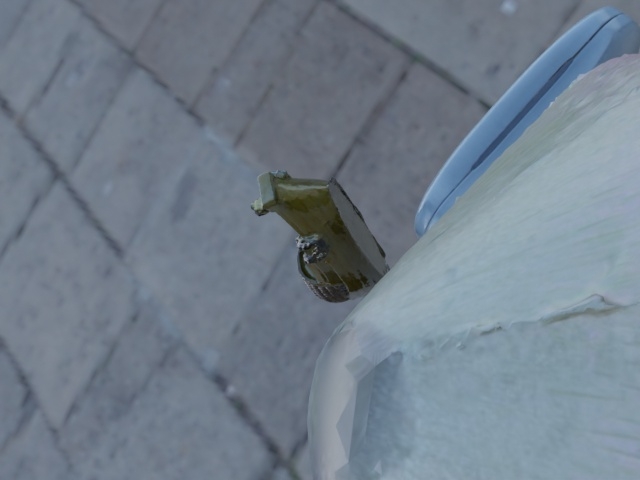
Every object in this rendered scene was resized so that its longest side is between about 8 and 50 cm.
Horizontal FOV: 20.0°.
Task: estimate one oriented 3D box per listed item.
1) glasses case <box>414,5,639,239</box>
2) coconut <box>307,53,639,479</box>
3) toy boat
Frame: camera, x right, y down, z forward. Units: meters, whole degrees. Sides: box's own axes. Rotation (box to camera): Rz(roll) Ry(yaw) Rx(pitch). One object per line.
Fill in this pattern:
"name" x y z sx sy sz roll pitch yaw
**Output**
"glasses case" 0.122 -0.063 1.063 0.045 0.067 0.178 42 87 20
"coconut" 0.149 0.081 0.633 0.297 0.310 0.297 -173 90 -77
"toy boat" 0.000 0.000 1.057 0.049 0.149 0.047 -18 62 12
